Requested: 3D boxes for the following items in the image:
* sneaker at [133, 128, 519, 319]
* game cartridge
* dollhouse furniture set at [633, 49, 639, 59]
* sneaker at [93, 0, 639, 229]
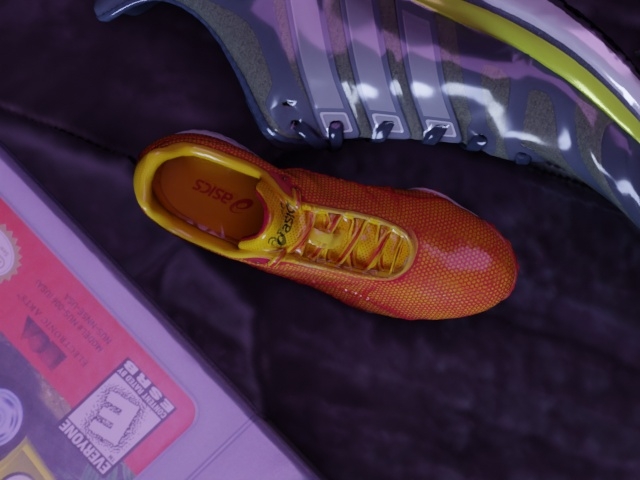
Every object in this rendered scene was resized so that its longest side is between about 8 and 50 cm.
[{"bbox_3d":[0.000,0.000,0.814,0.175,0.067,0.064,14,103,1],"label":"sneaker"},{"bbox_3d":[-0.156,0.080,0.817,0.196,0.060,0.294,-44,89,0],"label":"game cartridge"},{"bbox_3d":[0.227,-0.125,0.775,0.151,0.197,0.301,-28,88,-11],"label":"dollhouse furniture set"},{"bbox_3d":[0.036,-0.079,0.817,0.300,0.111,0.121,34,101,2],"label":"sneaker"}]
